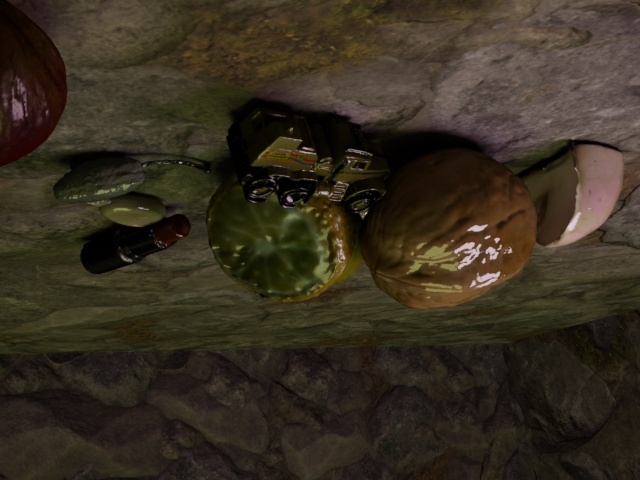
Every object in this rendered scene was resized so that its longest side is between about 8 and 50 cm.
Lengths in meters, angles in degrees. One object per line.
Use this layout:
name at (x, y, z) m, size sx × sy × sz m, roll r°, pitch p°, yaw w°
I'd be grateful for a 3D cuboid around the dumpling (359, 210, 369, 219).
dumpling at (0.089, -0.064, 1.493) m, size 0.060 × 0.043 × 0.077 m, roll -26°, pitch 162°, yaw -7°

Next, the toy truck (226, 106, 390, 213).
toy truck at (-0.004, -0.126, 1.111) m, size 0.257 × 0.127 × 0.127 m, roll 8°, pitch 145°, yaw -40°

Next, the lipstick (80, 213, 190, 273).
lipstick at (-0.372, 0.005, 1.503) m, size 0.300 × 0.081 × 0.081 m, roll -17°, pitch 160°, yaw 39°

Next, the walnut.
walnut at (0.210, -0.017, 1.277) m, size 0.313 × 0.251 × 0.277 m, roll -24°, pitch 168°, yaw -26°

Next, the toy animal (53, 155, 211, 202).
toy animal at (-0.297, -0.108, 1.196) m, size 0.253 × 0.070 × 0.079 m, roll -13°, pitch -158°, yaw -16°

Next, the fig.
fig at (-0.357, -0.179, 0.718) m, size 0.191 × 0.190 × 0.290 m, roll -4°, pitch 165°, yaw -6°

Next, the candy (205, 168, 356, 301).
candy at (-0.066, -0.017, 1.263) m, size 0.260 × 0.259 × 0.118 m, roll -14°, pitch -155°, yaw 27°

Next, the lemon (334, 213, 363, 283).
lemon at (0.000, 0.000, 1.433) m, size 0.184 × 0.183 × 0.248 m, roll -9°, pitch 170°, yaw 12°

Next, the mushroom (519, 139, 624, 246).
mushroom at (0.477, -0.063, 1.400) m, size 0.174 × 0.161 × 0.236 m, roll 2°, pitch 164°, yaw -19°

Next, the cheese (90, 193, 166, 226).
cheese at (-0.372, -0.063, 1.343) m, size 0.097 × 0.037 × 0.192 m, roll -17°, pitch 161°, yaw 31°
